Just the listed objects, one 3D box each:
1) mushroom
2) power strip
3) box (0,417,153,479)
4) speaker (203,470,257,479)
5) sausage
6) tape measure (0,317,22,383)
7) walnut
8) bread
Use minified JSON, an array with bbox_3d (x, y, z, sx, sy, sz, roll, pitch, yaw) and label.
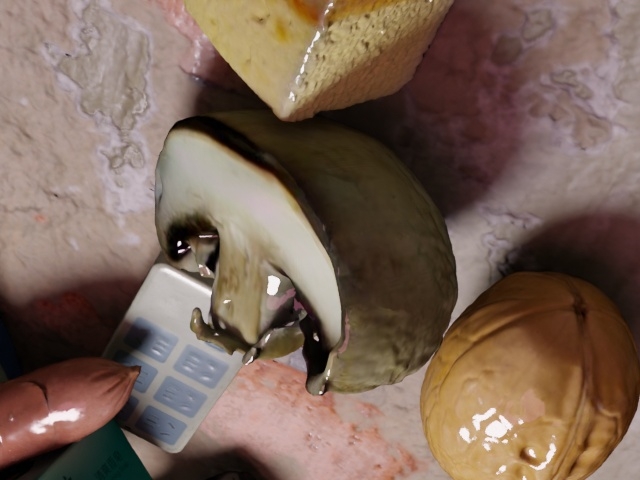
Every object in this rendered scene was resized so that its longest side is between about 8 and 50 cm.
[{"bbox_3d":[-0.002,-0.008,0.945,0.267,0.164,0.189,18,116,54],"label":"mushroom"},{"bbox_3d":[-0.136,0.104,1.167,0.118,0.046,0.270,31,132,-5],"label":"power strip"},{"bbox_3d":[-0.304,0.272,1.204,0.245,0.153,0.092,-27,99,24],"label":"box"},{"bbox_3d":[-0.231,0.332,1.288,0.259,0.198,0.329,22,136,-37],"label":"speaker"},{"bbox_3d":[-0.346,0.197,1.187,0.433,0.088,0.088,-26,116,25],"label":"sausage"},{"bbox_3d":[-0.391,0.153,1.273,0.215,0.098,0.351,-2,133,12],"label":"tape measure"},{"bbox_3d":[0.167,0.118,0.985,0.165,0.165,0.197,27,136,-2],"label":"walnut"},{"bbox_3d":[0.006,-0.225,0.847,0.178,0.135,0.240,50,138,23],"label":"bread"}]
